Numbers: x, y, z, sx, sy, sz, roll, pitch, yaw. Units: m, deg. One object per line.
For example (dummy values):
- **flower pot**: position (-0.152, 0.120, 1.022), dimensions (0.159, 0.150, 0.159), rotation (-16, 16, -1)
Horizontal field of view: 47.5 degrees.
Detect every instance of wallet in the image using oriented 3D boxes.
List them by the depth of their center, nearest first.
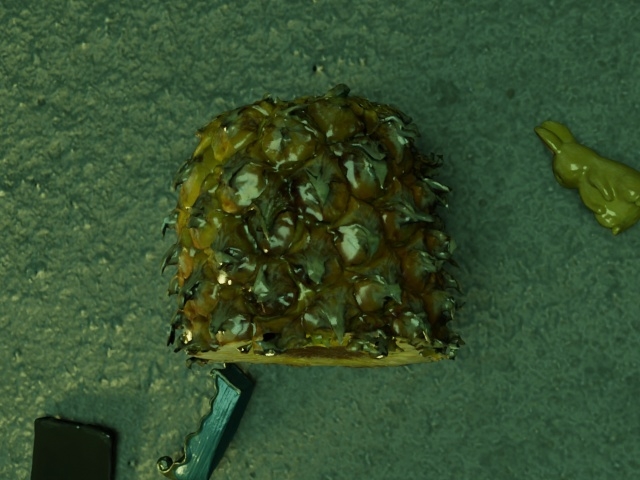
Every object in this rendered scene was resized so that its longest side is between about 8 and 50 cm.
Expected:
- **wallet**: position (-0.378, 0.408, 1.085), dimensions (0.146, 0.030, 0.285), rotation (6, 92, 20)

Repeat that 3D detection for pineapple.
- **pineapple**: position (-0.002, -0.001, 0.811), dimensions (0.352, 0.352, 0.300), rotation (-1, 84, 17)

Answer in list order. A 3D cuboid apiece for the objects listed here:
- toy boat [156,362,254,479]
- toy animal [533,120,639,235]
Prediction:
- **toy boat**: position (-0.160, 0.251, 0.990), dimensions (0.077, 0.075, 0.185), rotation (26, 102, 12)
- **toy animal**: position (0.315, -0.082, 0.854), dimensions (0.159, 0.083, 0.070), rotation (43, 129, 23)
